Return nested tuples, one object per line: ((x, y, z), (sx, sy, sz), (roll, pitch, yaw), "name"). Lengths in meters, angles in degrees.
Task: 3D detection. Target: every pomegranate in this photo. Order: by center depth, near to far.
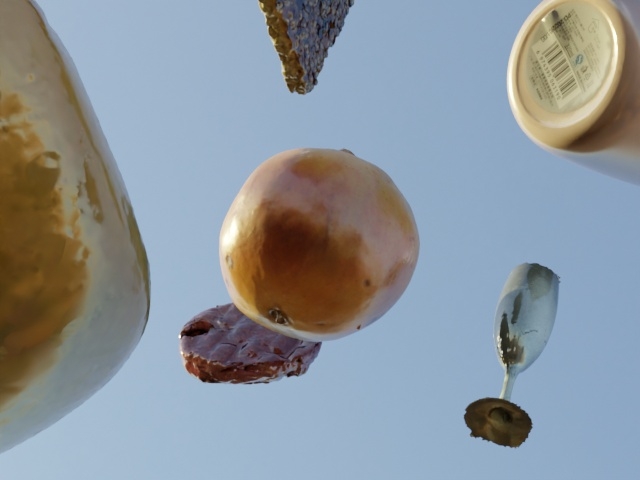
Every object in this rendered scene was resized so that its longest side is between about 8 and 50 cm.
((-0.001, 0.004, 1.566), (0.191, 0.191, 0.191), (16, -49, 19), "pomegranate")

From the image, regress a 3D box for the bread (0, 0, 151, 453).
((-0.316, 0.027, 1.187), (0.376, 0.253, 0.348), (-19, -44, -11), "bread")

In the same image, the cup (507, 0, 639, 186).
((0.308, -0.186, 1.648), (0.200, 0.253, 0.191), (12, -12, -41), "cup")

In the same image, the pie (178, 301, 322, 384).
((-0.072, 0.107, 1.693), (0.153, 0.153, 0.038), (12, -61, 22), "pie")

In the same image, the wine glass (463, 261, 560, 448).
((0.180, 0.099, 1.528), (0.066, 0.198, 0.066), (9, -49, 11), "wine glass")

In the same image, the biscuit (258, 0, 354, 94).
((0.001, -0.230, 1.276), (0.026, 0.237, 0.131), (1, -47, 21), "biscuit")
